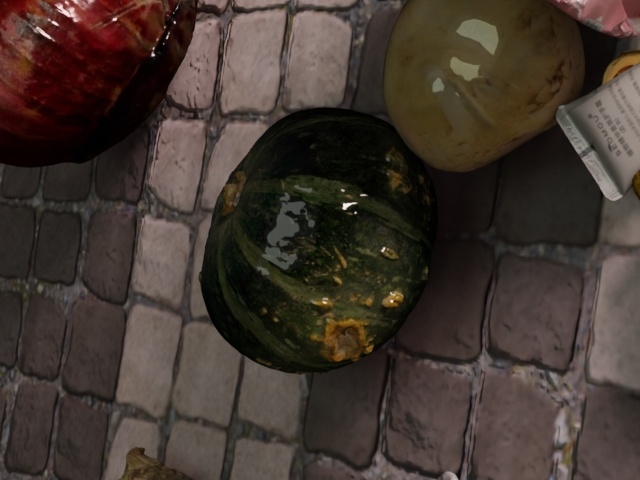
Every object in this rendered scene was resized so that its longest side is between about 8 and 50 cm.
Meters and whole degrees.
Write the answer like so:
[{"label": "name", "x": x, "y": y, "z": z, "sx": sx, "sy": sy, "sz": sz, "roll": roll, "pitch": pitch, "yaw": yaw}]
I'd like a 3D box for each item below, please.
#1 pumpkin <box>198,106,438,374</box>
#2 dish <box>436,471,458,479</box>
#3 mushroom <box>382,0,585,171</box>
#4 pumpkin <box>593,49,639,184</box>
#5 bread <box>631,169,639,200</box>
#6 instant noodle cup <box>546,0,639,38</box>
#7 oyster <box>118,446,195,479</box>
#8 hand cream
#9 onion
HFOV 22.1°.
[{"label": "pumpkin", "x": -0.001, "y": 0.000, "z": 1.106, "sx": 0.190, "sy": 0.146, "sz": 0.190, "roll": -165, "pitch": 90, "yaw": -84}, {"label": "dish", "x": 0.059, "y": 0.261, "z": 1.032, "sx": 0.236, "sy": 0.086, "sz": 0.228, "roll": 2, "pitch": 84, "yaw": 49}, {"label": "mushroom", "x": 0.103, "y": -0.114, "z": 1.038, "sx": 0.148, "sy": 0.112, "sz": 0.148, "roll": -16, "pitch": 68, "yaw": 45}, {"label": "pumpkin", "x": 0.191, "y": -0.074, "z": 0.991, "sx": 0.050, "sy": 0.028, "sz": 0.083, "roll": 25, "pitch": 105, "yaw": 34}, {"label": "bread", "x": 0.241, "y": -0.022, "z": 0.897, "sx": 0.156, "sy": 0.064, "sz": 0.117, "roll": -41, "pitch": 52, "yaw": 35}, {"label": "instant noodle cup", "x": 0.177, "y": -0.274, "z": 0.903, "sx": 0.231, "sy": 0.243, "sz": 0.243, "roll": -43, "pitch": 52, "yaw": 28}, {"label": "oyster", "x": -0.125, "y": 0.242, "z": 1.216, "sx": 0.133, "sy": 0.209, "sz": 0.072, "roll": 32, "pitch": 116, "yaw": 1}, {"label": "hand cream", "x": 0.224, "y": -0.100, "z": 0.936, "sx": 0.194, "sy": 0.042, "sz": 0.067, "roll": -37, "pitch": 82, "yaw": 31}, {"label": "onion", "x": -0.205, "y": -0.168, "z": 1.346, "sx": 0.246, "sy": 0.190, "sz": 0.246, "roll": -40, "pitch": 26, "yaw": 24}]
